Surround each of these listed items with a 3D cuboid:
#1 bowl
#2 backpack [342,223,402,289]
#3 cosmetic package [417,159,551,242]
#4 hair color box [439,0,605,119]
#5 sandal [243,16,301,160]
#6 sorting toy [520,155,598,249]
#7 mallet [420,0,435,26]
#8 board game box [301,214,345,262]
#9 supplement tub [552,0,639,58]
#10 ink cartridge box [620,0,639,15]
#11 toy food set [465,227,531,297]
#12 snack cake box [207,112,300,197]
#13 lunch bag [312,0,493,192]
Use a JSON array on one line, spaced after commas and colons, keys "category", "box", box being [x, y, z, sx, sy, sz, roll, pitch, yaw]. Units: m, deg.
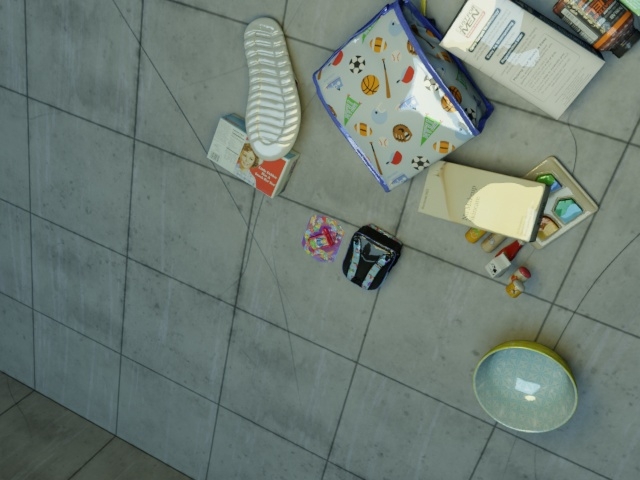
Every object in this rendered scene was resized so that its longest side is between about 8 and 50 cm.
[{"category": "bowl", "box": [0.609, 0.400, 1.831, 0.289, 0.156, 0.289, 11, 117, 22]}, {"category": "backpack", "box": [0.155, 0.059, 1.924, 0.158, 0.117, 0.173, 28, 121, 12]}, {"category": "cosmetic package", "box": [0.438, -0.110, 1.669, 0.309, 0.113, 0.160, 16, 99, 26]}, {"category": "hair color box", "box": [0.483, -0.465, 1.502, 0.347, 0.105, 0.174, 32, 124, -3]}, {"category": "sandal", "box": [-0.136, -0.448, 1.861, 0.169, 0.102, 0.416, 0, 100, 10]}, {"category": "sorting toy", "box": [0.606, -0.096, 1.682, 0.193, 0.038, 0.208, 48, 124, -1]}, {"category": "mallet", "box": [0.277, -0.633, 1.610, 0.062, 0.039, 0.190, 13, 113, 20]}, {"category": "board game box", "box": [0.000, 0.000, 2.025, 0.133, 0.033, 0.169, 28, 121, 12]}, {"category": "supplement tub", "box": [0.646, -0.513, 1.438, 0.198, 0.106, 0.106, 42, 123, 3]}, {"category": "ink cartridge box", "box": [0.725, -0.628, 1.355, 0.154, 0.093, 0.212, 42, 125, 3]}, {"category": "toy food set", "box": [0.520, 0.037, 1.731, 0.104, 0.111, 0.232, -51, 54, 33]}, {"category": "snack cake box", "box": [-0.215, -0.271, 1.976, 0.264, 0.089, 0.152, 33, 120, 9]}, {"category": "lunch bag", "box": [0.206, -0.386, 1.634, 0.328, 0.239, 0.385, -34, 101, 36]}]
